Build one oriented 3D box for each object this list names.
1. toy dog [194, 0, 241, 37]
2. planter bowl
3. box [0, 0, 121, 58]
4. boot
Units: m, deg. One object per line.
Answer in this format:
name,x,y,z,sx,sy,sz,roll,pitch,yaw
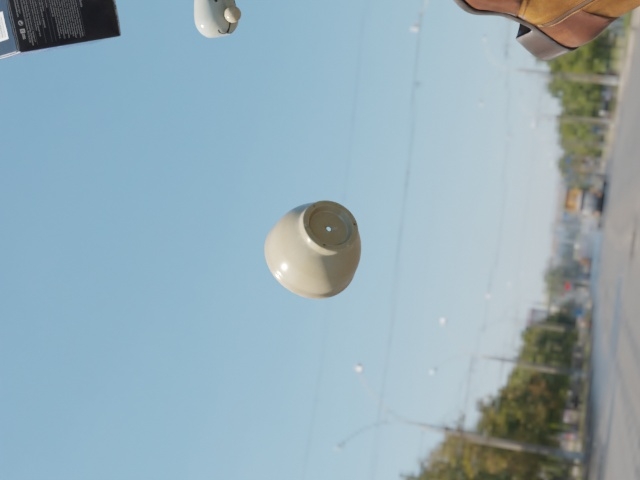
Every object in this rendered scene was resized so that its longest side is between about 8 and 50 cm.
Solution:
toy dog,-0.144,-0.496,1.918,0.220,0.161,0.333,-37,-60,-28
planter bowl,0.000,0.000,2.022,0.109,0.162,0.162,122,167,-53
box,-0.501,-0.411,2.289,0.207,0.153,0.108,-15,-80,-29
boot,0.307,-0.344,1.480,0.264,0.280,0.096,36,-129,-26
